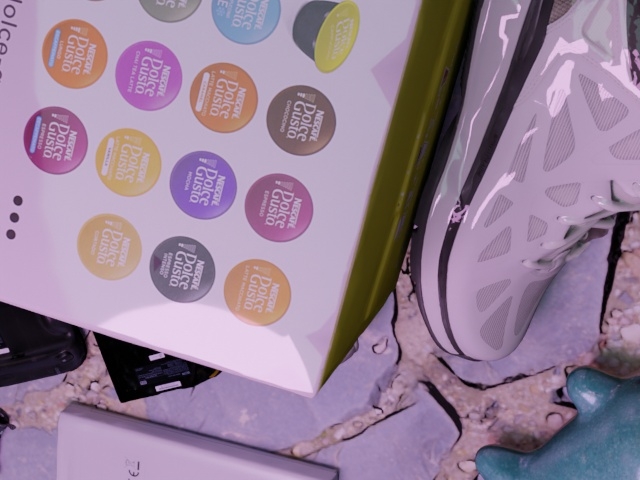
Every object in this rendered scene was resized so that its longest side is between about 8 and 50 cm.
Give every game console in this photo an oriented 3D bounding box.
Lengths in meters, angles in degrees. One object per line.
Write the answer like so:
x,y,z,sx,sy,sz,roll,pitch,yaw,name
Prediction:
-0.282,0.078,1.822,0.361,0.044,0.213,-14,102,24,game console

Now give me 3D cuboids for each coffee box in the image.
-0.077,-0.117,1.396,0.334,0.338,0.337,17,105,9,coffee box

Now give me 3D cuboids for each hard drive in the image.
-0.139,0.303,1.852,0.307,0.040,0.203,12,113,16,hard drive

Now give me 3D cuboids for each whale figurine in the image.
0.272,0.224,1.614,0.272,0.141,0.216,-15,104,25,whale figurine

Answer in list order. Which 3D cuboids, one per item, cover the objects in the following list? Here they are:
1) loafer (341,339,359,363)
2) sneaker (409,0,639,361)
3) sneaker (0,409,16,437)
-0.100,0.019,1.676,0.319,0.112,0.111,41,78,11,loafer
0.235,-0.035,1.457,0.257,0.169,0.447,29,131,26,sneaker
-0.361,0.218,1.904,0.069,0.038,0.098,-15,104,25,sneaker
